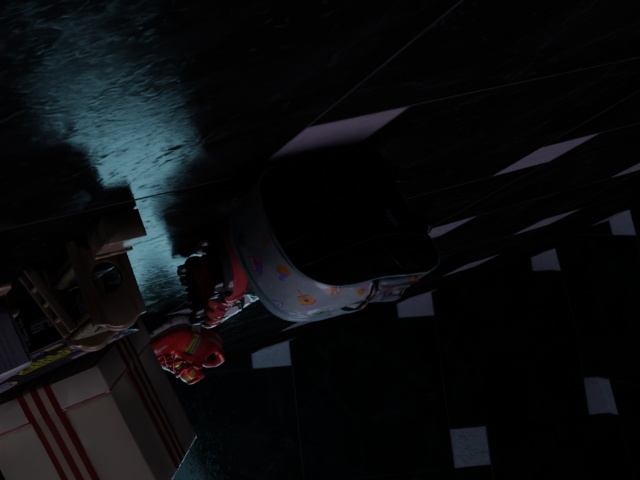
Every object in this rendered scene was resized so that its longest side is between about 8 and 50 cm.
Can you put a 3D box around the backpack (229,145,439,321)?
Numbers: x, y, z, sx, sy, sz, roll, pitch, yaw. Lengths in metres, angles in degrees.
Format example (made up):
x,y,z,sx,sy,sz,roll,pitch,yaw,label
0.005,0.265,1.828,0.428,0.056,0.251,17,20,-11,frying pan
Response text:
x,y,z,sx,sy,sz,roll,pitch,yaw,label
0.000,0.000,1.232,0.188,0.165,0.144,-9,157,-44,backpack

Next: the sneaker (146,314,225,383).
x,y,z,sx,sy,sz,roll,pitch,yaw,label
-0.250,0.198,2.122,0.107,0.118,0.279,-25,171,28,sneaker

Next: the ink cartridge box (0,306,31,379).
x,y,z,sx,sy,sz,roll,pitch,yaw,label
-0.465,0.176,1.140,0.330,0.071,0.324,-25,179,-28,ink cartridge box

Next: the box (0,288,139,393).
x,y,z,sx,sy,sz,roll,pitch,yaw,label
-0.394,0.143,1.551,0.270,0.060,0.216,-24,172,6,box

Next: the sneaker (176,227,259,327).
x,y,z,sx,sy,sz,roll,pitch,yaw,label
-0.101,0.042,1.509,0.135,0.097,0.276,-15,169,-20,sneaker

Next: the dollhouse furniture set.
x,y,z,sx,sy,sz,roll,pitch,yaw,label
-0.265,0.059,1.203,0.161,0.101,0.182,-16,171,-28,dollhouse furniture set

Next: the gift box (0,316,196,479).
x,y,z,sx,sy,sz,roll,pitch,yaw,label
-0.367,0.268,1.859,0.255,0.258,0.276,-23,-169,8,gift box
